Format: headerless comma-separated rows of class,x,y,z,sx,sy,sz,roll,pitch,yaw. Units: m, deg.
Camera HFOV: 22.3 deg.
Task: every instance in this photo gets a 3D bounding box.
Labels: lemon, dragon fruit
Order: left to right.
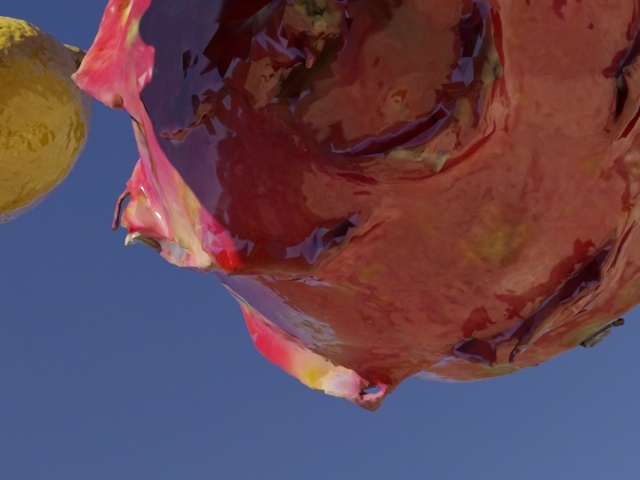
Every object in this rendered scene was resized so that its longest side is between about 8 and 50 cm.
lemon,-0.308,-0.107,1.467,0.256,0.188,0.188,-33,-28,-30
dragon fruit,0.025,-0.102,0.875,0.386,0.371,0.249,-39,-26,26
